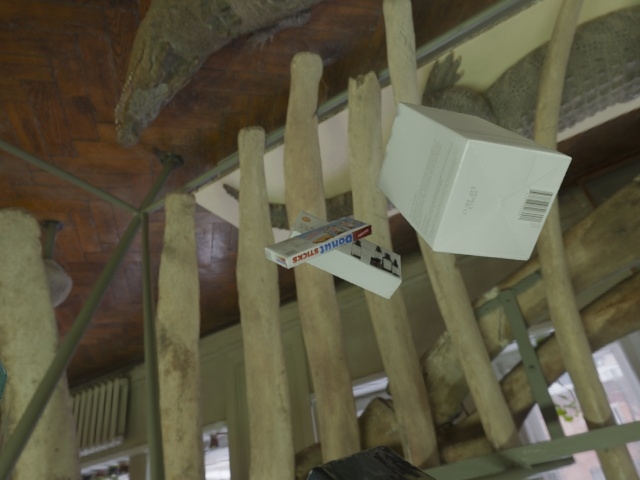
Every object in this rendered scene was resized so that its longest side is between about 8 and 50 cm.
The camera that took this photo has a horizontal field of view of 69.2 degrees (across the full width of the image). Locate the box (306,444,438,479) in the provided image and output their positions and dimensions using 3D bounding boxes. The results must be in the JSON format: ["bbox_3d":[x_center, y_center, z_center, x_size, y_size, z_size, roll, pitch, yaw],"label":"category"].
[{"bbox_3d":[0.147,0.645,0.652,0.472,0.479,0.297,20,177,35],"label":"box"}]

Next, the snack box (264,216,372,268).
[{"bbox_3d":[0.000,0.000,0.769,0.178,0.064,0.022,-21,116,-33],"label":"snack box"}]

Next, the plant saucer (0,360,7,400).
[{"bbox_3d":[-0.463,0.150,0.626,0.018,0.067,0.192,-6,130,-16],"label":"plant saucer"}]

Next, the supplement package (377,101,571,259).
[{"bbox_3d":[0.238,-0.116,0.806,0.175,0.293,0.177,5,116,-14],"label":"supplement package"}]

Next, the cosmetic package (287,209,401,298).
[{"bbox_3d":[0.050,0.026,0.961,0.239,0.099,0.060,24,119,-7],"label":"cosmetic package"}]
